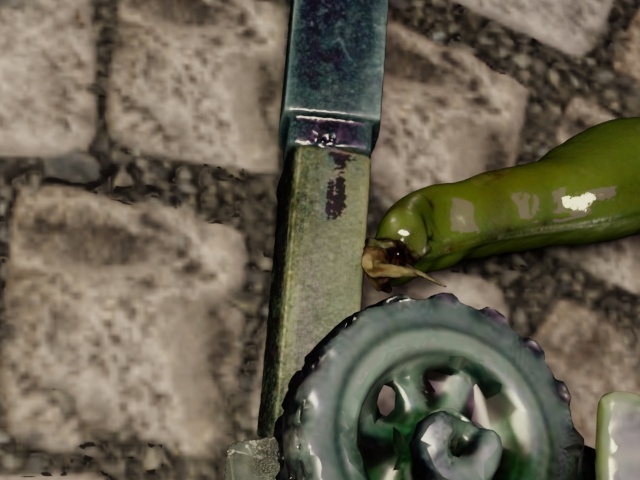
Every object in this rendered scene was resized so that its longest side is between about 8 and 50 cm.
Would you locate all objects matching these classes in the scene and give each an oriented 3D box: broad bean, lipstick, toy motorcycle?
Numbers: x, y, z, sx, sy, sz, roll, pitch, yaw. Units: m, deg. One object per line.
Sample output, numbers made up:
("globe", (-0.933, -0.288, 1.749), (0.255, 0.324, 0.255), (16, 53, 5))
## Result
("broad bean", (0.138, -0.021, 0.795), (0.318, 0.098, 0.056), (-22, 116, -37))
("lipstick", (0.000, 0.000, 0.776), (0.051, 0.051, 0.312), (6, 69, -6))
("toy motorcycle", (0.160, 0.183, 0.657), (0.410, 0.169, 0.237), (20, 73, -9))

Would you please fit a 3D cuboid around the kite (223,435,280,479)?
("kite", (0.068, 0.146, 0.728), (0.245, 0.015, 0.141), (-6, 87, -24))
